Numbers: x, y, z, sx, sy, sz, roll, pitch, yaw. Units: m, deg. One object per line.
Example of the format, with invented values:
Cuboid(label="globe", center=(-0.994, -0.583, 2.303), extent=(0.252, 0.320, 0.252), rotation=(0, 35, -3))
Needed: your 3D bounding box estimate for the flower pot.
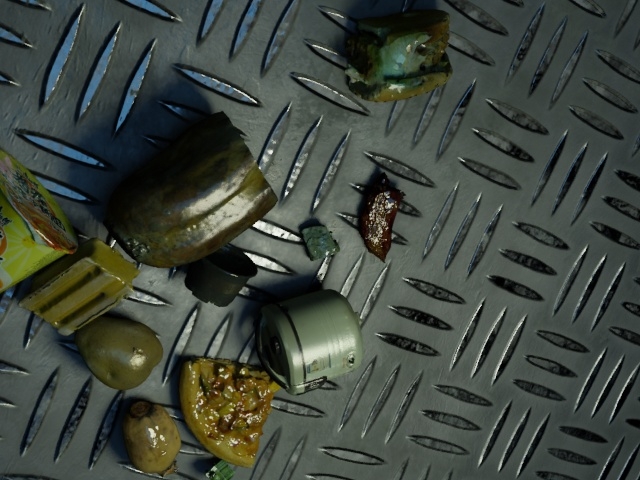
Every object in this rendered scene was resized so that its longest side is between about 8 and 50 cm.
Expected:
Cuboid(label="flower pot", center=(-0.232, 0.078, 1.844), extent=(0.158, 0.157, 0.106), rotation=(18, 111, -27))

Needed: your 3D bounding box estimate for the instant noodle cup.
Cuboid(label="instant noodle cup", center=(-0.632, -0.023, 1.588), extent=(0.200, 0.264, 0.264), rotation=(-36, 117, 1))

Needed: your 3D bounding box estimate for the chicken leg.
Cuboid(label="chicken leg", center=(0.147, -0.054, 2.009), extent=(0.105, 0.063, 0.233), rotation=(7, 106, -20))

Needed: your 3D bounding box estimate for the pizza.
Cuboid(label="pizza", center=(-0.242, 0.423, 1.984), extent=(0.258, 0.087, 0.268), rotation=(13, 103, -23))

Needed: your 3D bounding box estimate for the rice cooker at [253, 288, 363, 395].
Cuboid(label="rice cooker", center=(-0.032, 0.240, 1.940), extent=(0.244, 0.226, 0.225), rotation=(-15, 112, -22))

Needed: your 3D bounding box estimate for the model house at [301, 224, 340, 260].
Cuboid(label="model house", center=(0.000, 0.000, 1.970), extent=(0.079, 0.066, 0.083), rotation=(-20, 96, -5))

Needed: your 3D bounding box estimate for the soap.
Cuboid(label="soap", center=(-0.501, 0.097, 1.709), extent=(0.233, 0.076, 0.135), rotation=(-32, 123, 26))

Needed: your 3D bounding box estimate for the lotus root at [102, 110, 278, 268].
Cuboid(label="lotus root", center=(-0.278, -0.087, 1.716), extent=(0.346, 0.250, 0.250), rotation=(-34, 117, -11))

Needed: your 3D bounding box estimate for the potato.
Cuboid(label="potato", center=(-0.448, 0.238, 1.808), extent=(0.194, 0.157, 0.157), rotation=(38, 89, -15))

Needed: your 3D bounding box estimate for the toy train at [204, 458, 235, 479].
Cuboid(label="toy train", center=(-0.248, 0.572, 2.016), extent=(0.038, 0.093, 0.056), rotation=(-42, 81, 7))

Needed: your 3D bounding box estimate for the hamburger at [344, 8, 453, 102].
Cuboid(label="hamburger", center=(0.192, -0.414, 1.850), extent=(0.288, 0.192, 0.167), rotation=(-16, 122, -18))

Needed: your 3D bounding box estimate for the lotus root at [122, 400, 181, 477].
Cuboid(label="lotus root", center=(-0.389, 0.476, 1.917), extent=(0.125, 0.118, 0.220), rotation=(-17, 110, 0))
